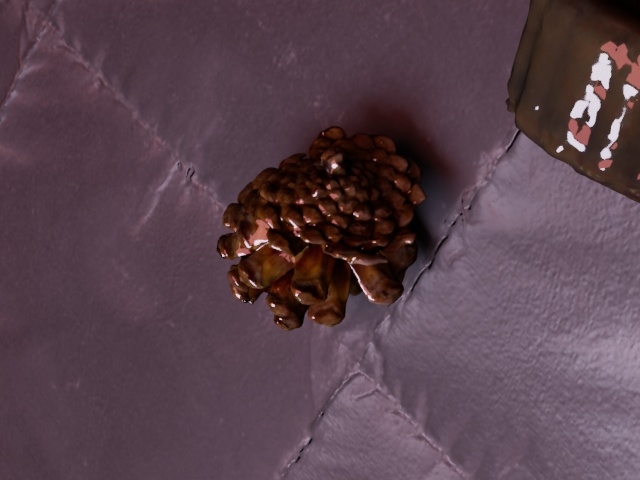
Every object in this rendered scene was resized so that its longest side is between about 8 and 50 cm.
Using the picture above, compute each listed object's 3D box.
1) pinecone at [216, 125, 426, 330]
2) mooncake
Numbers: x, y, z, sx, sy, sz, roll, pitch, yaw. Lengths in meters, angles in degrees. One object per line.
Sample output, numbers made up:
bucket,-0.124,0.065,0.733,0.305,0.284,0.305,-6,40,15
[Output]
pinecone,-0.001,-0.003,1.611,0.195,0.179,0.150,-22,113,44
mooncake,0.246,-0.109,1.371,0.228,0.228,0.124,33,112,29
